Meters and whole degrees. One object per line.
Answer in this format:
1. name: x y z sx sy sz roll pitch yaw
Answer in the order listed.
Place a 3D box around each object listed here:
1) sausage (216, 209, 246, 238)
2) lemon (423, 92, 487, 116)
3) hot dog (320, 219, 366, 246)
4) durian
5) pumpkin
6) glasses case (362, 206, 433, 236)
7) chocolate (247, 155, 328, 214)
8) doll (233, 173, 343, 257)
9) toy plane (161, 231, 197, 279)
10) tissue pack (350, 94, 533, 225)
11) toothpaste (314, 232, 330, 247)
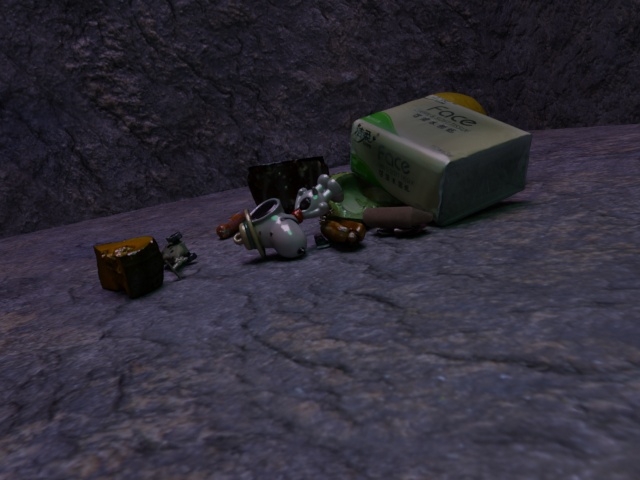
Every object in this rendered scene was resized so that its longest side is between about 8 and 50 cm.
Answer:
1. sausage: -0.308 -0.063 2.066 0.053 0.053 0.348 -9 12 9
2. lemon: 0.440 -0.379 2.185 0.364 0.364 0.364 -10 11 2
3. hot dog: 0.057 -0.020 1.486 0.092 0.062 0.236 2 5 -9
4. durian: 0.134 -0.128 1.728 0.394 0.163 0.198 -8 7 -38
5. pumpkin: -0.473 0.062 1.444 0.126 0.131 0.248 -29 25 -34
6. glasses case: 0.204 -0.041 1.491 0.102 0.070 0.193 15 -6 -33
7. chocolate: -0.112 -0.188 2.109 0.225 0.210 0.340 -5 8 45
8. doll: -0.080 -0.065 1.511 0.208 0.144 0.271 19 61 21
9. toy plane: -0.400 0.043 1.577 0.108 0.092 0.286 -37 18 -14
10. tissue pack: 0.328 -0.245 1.634 0.332 0.205 0.405 -21 38 -25
11. toothpaste: 0.000 0.000 1.559 0.037 0.021 0.140 -14 14 -4
